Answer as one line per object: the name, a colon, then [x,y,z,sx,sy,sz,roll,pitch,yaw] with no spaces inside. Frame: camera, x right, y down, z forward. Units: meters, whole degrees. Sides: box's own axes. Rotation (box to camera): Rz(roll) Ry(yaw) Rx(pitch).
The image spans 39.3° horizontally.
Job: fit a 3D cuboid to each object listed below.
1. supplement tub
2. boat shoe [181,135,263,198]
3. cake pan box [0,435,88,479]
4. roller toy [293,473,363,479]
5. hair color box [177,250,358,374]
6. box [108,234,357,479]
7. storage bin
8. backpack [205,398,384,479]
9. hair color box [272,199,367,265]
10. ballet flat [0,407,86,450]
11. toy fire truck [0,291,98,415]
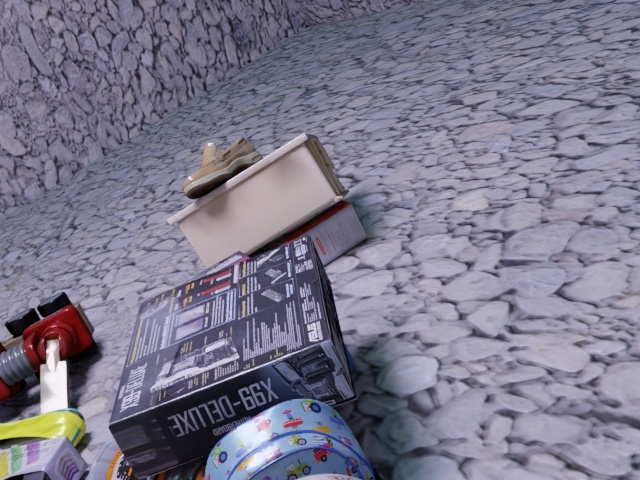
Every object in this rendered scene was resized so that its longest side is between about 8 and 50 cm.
supplement tub: [-0.159,0.273,0.987,0.190,0.117,0.117,-5,30,42]
boat shoe: [-0.172,-0.125,1.468,0.068,0.072,0.190,-31,3,33]
cake pan box: [-0.460,0.376,1.162,0.267,0.070,0.245,-16,26,25]
roller toy: [0.017,0.279,0.674,0.209,0.191,0.146,-36,23,-21]
hair color box: [-0.108,0.133,1.261,0.174,0.105,0.347,-33,23,-14]
box: [-0.099,0.118,1.028,0.243,0.076,0.307,-22,21,3]
storage bin: [-0.094,-0.064,1.546,0.262,0.123,0.260,-32,3,7]
backpack: [-0.016,0.242,0.821,0.158,0.173,0.117,-28,22,-5]
hair color box: [0.000,0.000,1.481,0.141,0.072,0.043,-32,22,-15]
ballet flat: [-0.448,0.303,1.311,0.231,0.077,0.077,-16,41,20]
toy fire truck: [-0.482,0.217,1.472,0.217,0.158,0.246,-27,11,-3]
